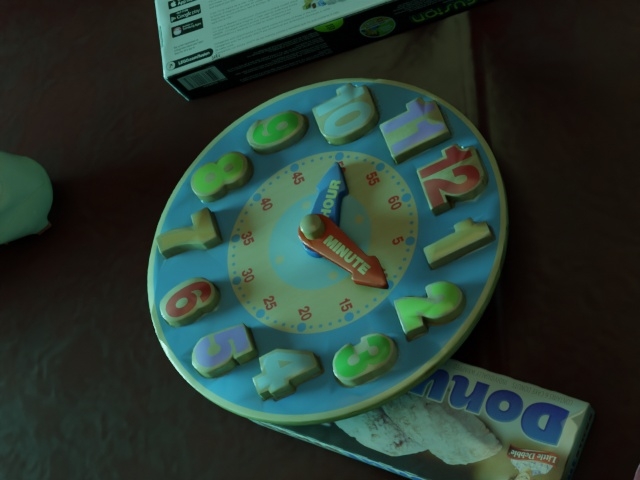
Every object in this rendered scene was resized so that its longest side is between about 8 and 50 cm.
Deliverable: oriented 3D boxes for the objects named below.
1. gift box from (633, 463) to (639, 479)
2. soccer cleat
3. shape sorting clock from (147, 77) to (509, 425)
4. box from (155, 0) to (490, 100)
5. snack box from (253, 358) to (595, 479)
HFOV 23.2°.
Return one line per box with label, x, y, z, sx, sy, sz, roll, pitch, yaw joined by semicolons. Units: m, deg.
gift box;0.093;0.223;0.605;0.255;0.258;0.276;-8;69;19
soccer cleat;-0.252;-0.002;0.933;0.196;0.076;0.068;-27;63;11
shape sorting clock;0.000;0.000;0.833;0.206;0.040;0.206;-9;58;15
box;0.001;-0.167;0.915;0.207;0.036;0.114;-16;65;16
snack box;0.048;0.089;0.807;0.178;0.022;0.064;16;75;27
